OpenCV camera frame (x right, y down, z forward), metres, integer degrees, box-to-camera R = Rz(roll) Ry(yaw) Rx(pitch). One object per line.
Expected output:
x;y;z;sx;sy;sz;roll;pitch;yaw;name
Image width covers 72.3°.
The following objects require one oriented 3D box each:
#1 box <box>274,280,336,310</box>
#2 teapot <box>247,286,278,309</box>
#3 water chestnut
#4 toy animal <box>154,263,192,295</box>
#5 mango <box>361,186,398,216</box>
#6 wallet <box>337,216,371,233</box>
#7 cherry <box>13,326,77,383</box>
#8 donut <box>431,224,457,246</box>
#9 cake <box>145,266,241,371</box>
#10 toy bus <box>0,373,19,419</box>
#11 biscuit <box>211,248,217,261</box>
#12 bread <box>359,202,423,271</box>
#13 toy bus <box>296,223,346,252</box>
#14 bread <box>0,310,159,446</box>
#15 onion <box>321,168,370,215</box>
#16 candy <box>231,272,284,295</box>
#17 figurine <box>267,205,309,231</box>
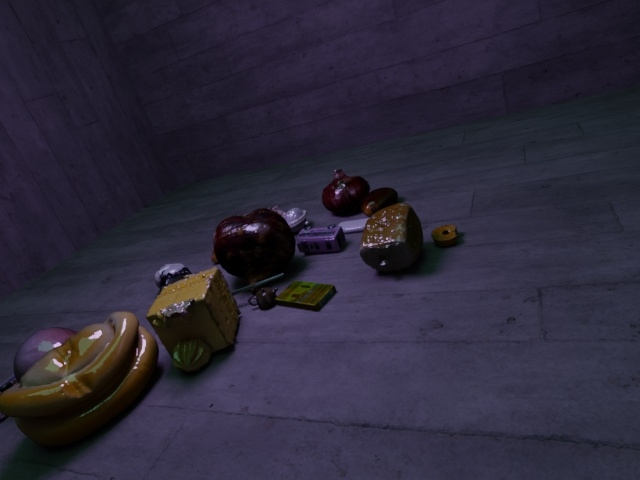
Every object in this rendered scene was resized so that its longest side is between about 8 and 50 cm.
-0.055;0.193;1.557;0.193;0.030;0.121;1;30;40;box
-0.207;0.206;1.597;0.121;0.068;0.076;-17;23;4;teapot
-0.264;0.047;1.752;0.335;0.335;0.347;-12;54;16;water chestnut
-0.666;0.170;1.946;0.166;0.138;0.179;-14;22;-33;toy animal
0.271;-0.184;2.042;0.133;0.111;0.267;-24;7;43;mango
0.158;-0.066;1.963;0.190;0.033;0.095;-6;28;29;wallet
-0.922;0.406;1.534;0.239;0.206;0.239;-19;18;6;cherry
0.457;-0.015;1.606;0.097;0.043;0.108;-6;27;27;donut
-0.411;0.261;1.438;0.222;0.227;0.286;-21;21;6;cake
-1.071;0.509;1.573;0.112;0.090;0.274;-17;20;27;toy bus
-0.436;0.019;2.221;0.284;0.043;0.306;-28;23;-17;biscuit
0.255;0.010;1.551;0.195;0.176;0.246;-17;36;33;bread
0.000;0.000;1.864;0.198;0.096;0.108;-3;32;27;toy bus
-0.722;0.400;1.344;0.329;0.245;0.424;7;39;47;bread
0.118;-0.246;2.159;0.252;0.219;0.252;-16;14;4;onion
-0.284;0.183;1.635;0.335;0.093;0.092;-23;20;13;candy
-0.159;-0.110;2.166;0.236;0.141;0.162;5;38;44;figurine
